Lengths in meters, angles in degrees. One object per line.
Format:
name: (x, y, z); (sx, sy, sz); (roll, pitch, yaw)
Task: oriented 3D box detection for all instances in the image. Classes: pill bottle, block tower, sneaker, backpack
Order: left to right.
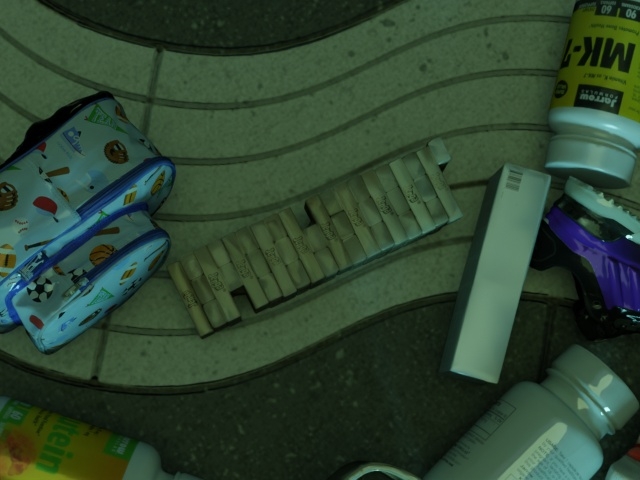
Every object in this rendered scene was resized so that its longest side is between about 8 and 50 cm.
backpack: (-0.273, -0.019, 1.500); (0.213, 0.276, 0.263); (43, 76, -2)
pill bottle: (-0.252, 0.266, 1.515); (0.246, 0.136, 0.136); (18, 82, 0)
block tower: (0.000, 0.000, 1.587); (0.335, 0.091, 0.097); (-26, 85, -5)
pill bottle: (0.232, 0.228, 1.547); (0.229, 0.131, 0.131); (-44, 87, -7)
pill bottle: (0.326, -0.171, 1.611); (0.119, 0.119, 0.208); (14, 82, -1)
sneaker: (0.360, 0.065, 1.599); (0.293, 0.102, 0.146); (35, 95, 0)

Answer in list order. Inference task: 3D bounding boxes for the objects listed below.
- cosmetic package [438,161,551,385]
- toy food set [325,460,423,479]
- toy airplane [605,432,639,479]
cosmetic package: (0.195, 0.040, 1.588); (0.060, 0.099, 0.239); (16, 82, -3)
toy food set: (-0.021, 0.345, 1.475); (0.306, 0.220, 0.092); (-43, 86, -8)
toy airplane: (0.478, 0.312, 1.475); (0.384, 0.272, 0.386); (-23, 98, 14)
